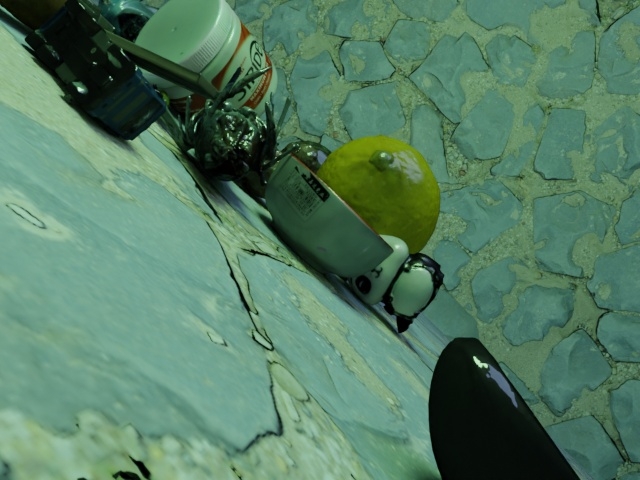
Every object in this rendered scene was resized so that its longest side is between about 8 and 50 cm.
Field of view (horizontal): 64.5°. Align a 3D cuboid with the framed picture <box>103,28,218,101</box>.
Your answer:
[{"bbox_3d":[-0.319,-0.322,0.897,0.289,0.016,0.213,25,4,-1],"label":"framed picture"}]

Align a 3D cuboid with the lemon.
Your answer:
[{"bbox_3d":[0.124,-0.079,1.198,0.336,0.336,0.336,43,4,-4],"label":"lemon"}]

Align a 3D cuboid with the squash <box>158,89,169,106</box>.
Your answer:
[{"bbox_3d":[-0.327,-0.291,1.049,0.027,0.027,0.083,41,5,-33],"label":"squash"}]

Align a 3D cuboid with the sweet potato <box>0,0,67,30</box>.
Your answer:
[{"bbox_3d":[-0.350,-0.301,0.568,0.108,0.079,0.346,26,-6,23],"label":"sweet potato"}]

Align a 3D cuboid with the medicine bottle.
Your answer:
[{"bbox_3d":[-0.260,-0.401,1.177,0.252,0.252,0.241,47,3,38],"label":"medicine bottle"}]

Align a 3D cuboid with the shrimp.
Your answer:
[{"bbox_3d":[-0.143,-0.169,0.807,0.221,0.166,0.410,8,0,-16],"label":"shrimp"}]

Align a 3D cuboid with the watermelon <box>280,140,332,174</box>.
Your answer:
[{"bbox_3d":[-0.038,-0.174,1.436,0.212,0.212,0.212,43,4,-4],"label":"watermelon"}]

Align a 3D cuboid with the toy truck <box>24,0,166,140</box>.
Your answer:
[{"bbox_3d":[-0.244,-0.186,0.542,0.201,0.074,0.088,45,-5,29],"label":"toy truck"}]

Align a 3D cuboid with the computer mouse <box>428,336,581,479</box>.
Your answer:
[{"bbox_3d":[0.151,0.190,0.376,0.269,0.086,0.137,51,11,-17],"label":"computer mouse"}]

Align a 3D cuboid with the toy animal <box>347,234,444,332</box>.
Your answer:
[{"bbox_3d":[0.133,0.078,1.009,0.179,0.166,0.138,32,4,-4],"label":"toy animal"}]

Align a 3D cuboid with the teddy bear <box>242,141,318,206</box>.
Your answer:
[{"bbox_3d":[-0.118,-0.159,1.065,0.190,0.177,0.140,48,-39,40],"label":"teddy bear"}]

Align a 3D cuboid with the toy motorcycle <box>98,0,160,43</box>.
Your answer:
[{"bbox_3d":[-0.459,-0.551,1.377,0.232,0.172,0.416,48,8,-11],"label":"toy motorcycle"}]

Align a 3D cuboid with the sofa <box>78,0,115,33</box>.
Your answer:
[{"bbox_3d":[-0.508,-0.495,1.140,0.085,0.060,0.147,43,4,-10],"label":"sofa"}]

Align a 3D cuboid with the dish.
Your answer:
[{"bbox_3d":[0.000,-0.027,0.888,0.256,0.117,0.256,43,5,-4],"label":"dish"}]

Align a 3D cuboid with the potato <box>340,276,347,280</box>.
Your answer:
[{"bbox_3d":[0.000,0.000,1.087,0.198,0.054,0.119,46,2,27],"label":"potato"}]
